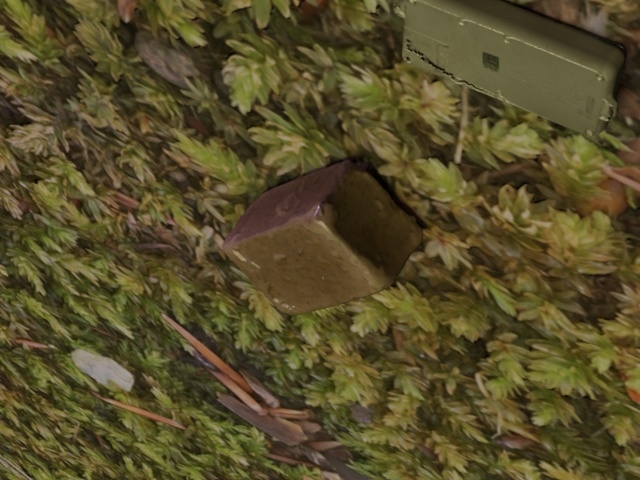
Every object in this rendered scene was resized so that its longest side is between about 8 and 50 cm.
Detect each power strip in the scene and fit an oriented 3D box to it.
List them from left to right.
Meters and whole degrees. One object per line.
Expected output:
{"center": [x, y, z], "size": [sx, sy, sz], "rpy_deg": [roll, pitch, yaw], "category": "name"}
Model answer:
{"center": [0.146, -0.143, 1.277], "size": [0.192, 0.035, 0.081], "rpy_deg": [24, 148, 17], "category": "power strip"}

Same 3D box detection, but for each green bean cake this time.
{"center": [0.000, 0.000, 1.561], "size": [0.109, 0.085, 0.179], "rpy_deg": [44, 149, -18], "category": "green bean cake"}
